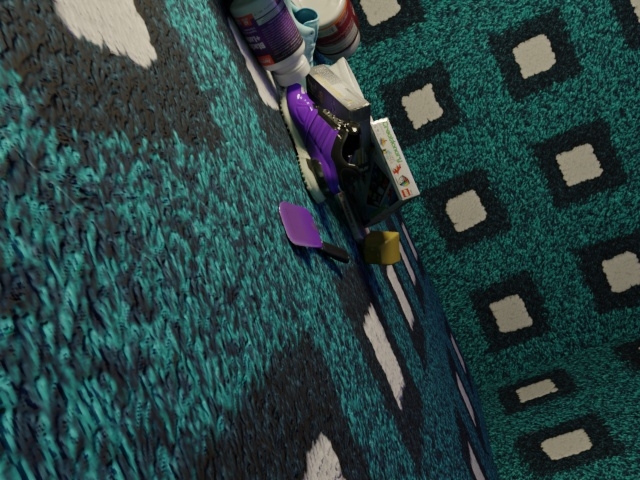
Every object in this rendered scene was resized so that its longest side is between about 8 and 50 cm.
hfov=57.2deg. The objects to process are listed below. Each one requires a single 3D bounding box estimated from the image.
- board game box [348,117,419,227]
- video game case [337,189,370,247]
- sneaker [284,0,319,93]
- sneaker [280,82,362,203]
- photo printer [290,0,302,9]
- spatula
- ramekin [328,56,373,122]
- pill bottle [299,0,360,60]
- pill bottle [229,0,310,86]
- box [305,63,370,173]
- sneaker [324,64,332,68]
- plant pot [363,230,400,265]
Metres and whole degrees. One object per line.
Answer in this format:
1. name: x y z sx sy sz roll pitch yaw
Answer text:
1. board game box: 0.134 -0.154 1.454 0.305 0.053 0.192 139 -70 -74
2. video game case: 0.096 -0.065 1.607 0.183 0.023 0.201 71 13 18
3. sneaker: -0.053 -0.467 1.403 0.366 0.150 0.135 48 23 -57
4. sneaker: 0.015 -0.229 1.264 0.102 0.146 0.293 38 31 -64
5. photo printer: -0.157 -0.701 1.478 0.256 0.107 0.307 -4 73 -75
6. spatula: 0.000 0.000 1.055 0.084 0.030 0.296 69 12 21
7. ramekin: 0.076 -0.459 1.981 0.277 0.135 0.277 -23 90 -77
8. pill bottle: 0.030 -0.875 2.333 0.224 0.224 0.392 69 12 9
9. pill bottle: -0.099 -0.427 1.236 0.193 0.108 0.108 57 16 -38
10. box: 0.040 -0.285 1.392 0.231 0.056 0.183 53 -23 42
11. sneaker: 0.056 -0.546 2.202 0.122 0.110 0.282 26 37 -45
12. plant pot: 0.151 0.026 1.516 0.083 0.081 0.081 -30 119 -56
